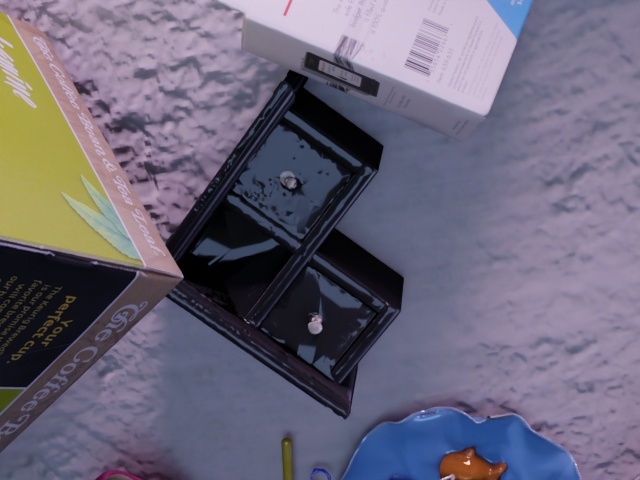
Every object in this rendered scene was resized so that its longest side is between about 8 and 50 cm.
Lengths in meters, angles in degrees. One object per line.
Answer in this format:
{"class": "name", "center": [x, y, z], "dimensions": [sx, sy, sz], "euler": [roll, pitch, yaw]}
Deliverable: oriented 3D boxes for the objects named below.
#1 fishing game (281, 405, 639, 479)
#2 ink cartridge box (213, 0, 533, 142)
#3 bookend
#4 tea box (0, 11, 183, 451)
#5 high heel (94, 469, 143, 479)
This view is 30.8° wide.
{"class": "fishing game", "center": [0.100, 0.198, 0.801], "dimensions": [0.264, 0.041, 0.189], "euler": [6, 114, 7]}
{"class": "ink cartridge box", "center": [0.024, -0.142, 0.659], "dimensions": [0.180, 0.060, 0.104], "euler": [23, 80, -1]}
{"class": "bookend", "center": [0.000, 0.000, 0.726], "dimensions": [0.157, 0.072, 0.156], "euler": [36, 109, -7]}
{"class": "tea box", "center": [-0.318, 0.023, 0.613], "dimensions": [0.329, 0.324, 0.220], "euler": [-42, 61, 18]}
{"class": "high heel", "center": [-0.009, 0.291, 0.793], "dimensions": [0.377, 0.127, 0.181], "euler": [17, 122, 3]}
